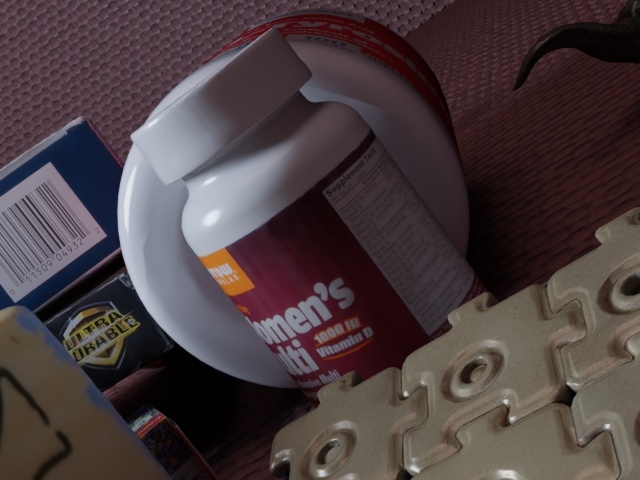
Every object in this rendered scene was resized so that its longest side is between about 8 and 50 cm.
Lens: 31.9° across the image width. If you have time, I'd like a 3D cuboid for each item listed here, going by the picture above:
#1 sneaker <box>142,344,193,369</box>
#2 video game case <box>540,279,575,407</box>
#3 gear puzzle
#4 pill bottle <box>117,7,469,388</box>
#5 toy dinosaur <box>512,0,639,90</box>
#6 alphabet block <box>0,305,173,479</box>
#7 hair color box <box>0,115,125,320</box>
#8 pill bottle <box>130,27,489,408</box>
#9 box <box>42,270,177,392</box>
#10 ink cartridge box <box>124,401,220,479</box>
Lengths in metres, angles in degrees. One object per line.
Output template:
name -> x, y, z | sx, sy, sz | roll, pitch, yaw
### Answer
sneaker -> -0.070, -0.002, 1.130 | 0.350, 0.131, 0.148 | -49, 11, -10
video game case -> 0.163, 0.027, 0.544 | 0.143, 0.019, 0.157 | -33, 11, 19
gear puzzle -> 0.114, 0.066, 0.442 | 0.339, 0.044, 0.175 | -33, 26, 22
pill bottle -> -0.006, -0.063, 0.889 | 0.229, 0.229, 0.407 | -34, 12, 13
toy dinosaur -> 0.293, -0.179, 0.833 | 0.313, 0.121, 0.160 | -40, -2, 8
alphabet block -> -0.217, 0.186, 0.630 | 0.193, 0.192, 0.197 | -33, 10, 29
hair color box -> -0.240, 0.002, 1.001 | 0.174, 0.105, 0.347 | -37, 2, -9
pill bottle -> 0.000, 0.000, 0.630 | 0.121, 0.221, 0.121 | -36, 11, 8
box -> -0.230, 0.111, 0.905 | 0.293, 0.073, 0.295 | -33, 3, 5
ink cartridge box -> -0.100, 0.147, 0.750 | 0.029, 0.063, 0.115 | -39, 11, -15
